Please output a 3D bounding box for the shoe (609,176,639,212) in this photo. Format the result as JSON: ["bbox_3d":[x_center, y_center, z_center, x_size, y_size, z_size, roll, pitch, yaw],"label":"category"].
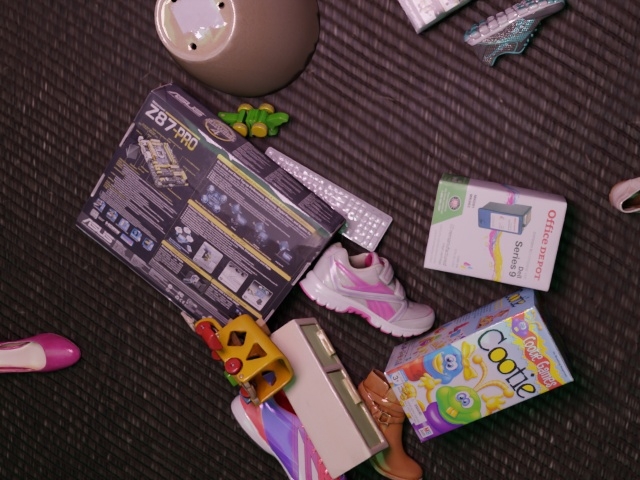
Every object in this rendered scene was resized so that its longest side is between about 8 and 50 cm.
[{"bbox_3d":[0.580,-0.087,1.408,0.219,0.058,0.076,-18,97,15],"label":"shoe"}]

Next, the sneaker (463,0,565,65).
[{"bbox_3d":[0.321,-0.340,1.421,0.166,0.065,0.076,-22,112,19],"label":"sneaker"}]

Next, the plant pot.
[{"bbox_3d":[-0.155,-0.354,1.404,0.256,0.274,0.256,2,101,12],"label":"plant pot"}]

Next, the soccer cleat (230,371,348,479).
[{"bbox_3d":[-0.024,0.384,1.621,0.116,0.108,0.318,-44,87,13],"label":"soccer cleat"}]

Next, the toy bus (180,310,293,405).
[{"bbox_3d":[-0.132,0.179,1.494,0.104,0.191,0.202,-36,98,-12],"label":"toy bus"}]

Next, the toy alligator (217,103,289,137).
[{"bbox_3d":[-0.140,-0.205,1.552,0.189,0.056,0.051,2,146,19],"label":"toy alligator"}]

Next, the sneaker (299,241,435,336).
[{"bbox_3d":[0.097,0.083,1.502,0.252,0.103,0.111,22,101,-21],"label":"sneaker"}]

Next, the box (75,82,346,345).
[{"bbox_3d":[-0.202,-0.033,1.548,0.395,0.097,0.318,38,119,3],"label":"box"}]

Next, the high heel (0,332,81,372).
[{"bbox_3d":[-0.598,0.229,1.705,0.244,0.117,0.082,6,103,11],"label":"high heel"}]

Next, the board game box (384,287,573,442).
[{"bbox_3d":[0.270,0.209,1.495,0.275,0.144,0.142,-27,95,17],"label":"board game box"}]

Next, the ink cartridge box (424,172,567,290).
[{"bbox_3d":[0.292,-0.015,1.471,0.212,0.093,0.154,12,103,8],"label":"ink cartridge box"}]

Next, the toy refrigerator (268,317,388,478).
[{"bbox_3d":[0.009,0.271,1.549,0.094,0.102,0.269,-36,74,17],"label":"toy refrigerator"}]

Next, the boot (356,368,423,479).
[{"bbox_3d":[0.132,0.340,1.593,0.197,0.073,0.152,32,102,2],"label":"boot"}]

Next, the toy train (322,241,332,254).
[{"bbox_3d":[0.000,0.000,1.567,0.027,0.036,0.158,-31,94,17],"label":"toy train"}]

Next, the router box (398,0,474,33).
[{"bbox_3d":[0.173,-0.448,1.430,0.133,0.046,0.179,-29,94,17],"label":"router box"}]

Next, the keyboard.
[{"bbox_3d":[0.000,-0.073,1.547,0.256,0.014,0.072,30,74,5],"label":"keyboard"}]
